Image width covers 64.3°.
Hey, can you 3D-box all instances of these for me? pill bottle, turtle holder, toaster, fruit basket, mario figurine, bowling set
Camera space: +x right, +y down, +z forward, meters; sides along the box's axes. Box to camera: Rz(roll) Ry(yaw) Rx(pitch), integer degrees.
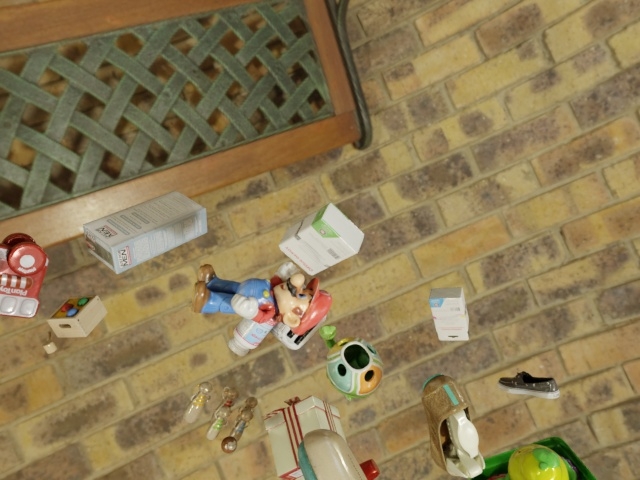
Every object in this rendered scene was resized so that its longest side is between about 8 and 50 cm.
[{"bbox_3d":[-0.205,0.269,1.541,0.160,0.087,0.087,-51,174,5],"label":"pill bottle"},{"bbox_3d":[0.139,0.506,2.191,0.243,0.320,0.227,-9,148,-5],"label":"turtle holder"},{"bbox_3d":[-0.089,0.243,1.614,0.227,0.129,0.146,-45,-145,-11],"label":"toaster"},{"bbox_3d":[0.683,0.764,1.651,0.392,0.392,0.283,-23,-159,0],"label":"fruit basket"},{"bbox_3d":[-0.126,0.109,1.185,0.321,0.198,0.170,9,150,-10],"label":"mario figurine"},{"bbox_3d":[-0.302,0.611,1.748,0.287,0.200,0.154,24,98,-42],"label":"bowling set"}]

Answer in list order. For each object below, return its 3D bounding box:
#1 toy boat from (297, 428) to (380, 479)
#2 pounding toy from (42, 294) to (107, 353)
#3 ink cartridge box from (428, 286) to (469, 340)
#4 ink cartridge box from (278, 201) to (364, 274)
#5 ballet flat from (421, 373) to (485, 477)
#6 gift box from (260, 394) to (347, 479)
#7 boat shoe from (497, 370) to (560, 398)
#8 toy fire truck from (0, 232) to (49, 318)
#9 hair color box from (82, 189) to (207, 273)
[{"bbox_3d":[0.047,0.592,1.225,0.148,0.267,0.318,-34,153,5],"label":"toy boat"},{"bbox_3d":[-0.871,0.279,1.725,0.181,0.094,0.206,-5,-149,19],"label":"pounding toy"},{"bbox_3d":[0.431,0.245,1.691,0.104,0.181,0.061,-5,-149,24],"label":"ink cartridge box"},{"bbox_3d":[0.000,0.000,1.606,0.219,0.160,0.092,-28,-154,42],"label":"ink cartridge box"},{"bbox_3d":[0.309,0.446,1.136,0.116,0.342,0.124,-24,-148,-12],"label":"ballet flat"},{"bbox_3d":[-0.070,0.752,1.944,0.276,0.258,0.255,-26,141,9],"label":"gift box"},{"bbox_3d":[0.724,0.498,1.791,0.080,0.076,0.228,-12,-177,-32],"label":"boat shoe"},{"bbox_3d":[-0.973,0.100,1.504,0.302,0.253,0.169,16,-178,-42],"label":"toy fire truck"},{"bbox_3d":[-0.607,-0.041,1.796,0.374,0.185,0.113,-30,137,-41],"label":"hair color box"}]
